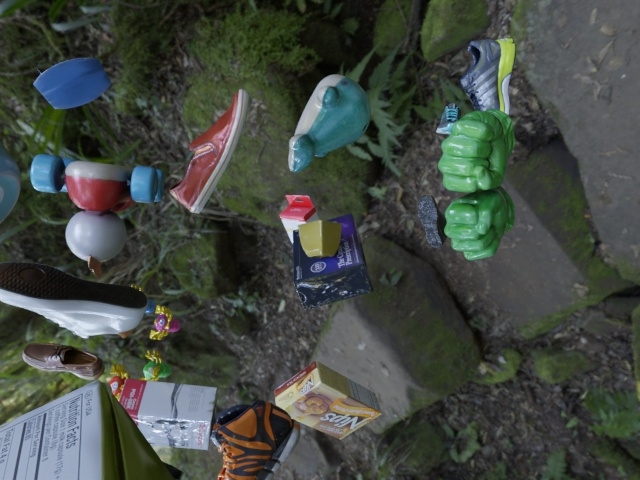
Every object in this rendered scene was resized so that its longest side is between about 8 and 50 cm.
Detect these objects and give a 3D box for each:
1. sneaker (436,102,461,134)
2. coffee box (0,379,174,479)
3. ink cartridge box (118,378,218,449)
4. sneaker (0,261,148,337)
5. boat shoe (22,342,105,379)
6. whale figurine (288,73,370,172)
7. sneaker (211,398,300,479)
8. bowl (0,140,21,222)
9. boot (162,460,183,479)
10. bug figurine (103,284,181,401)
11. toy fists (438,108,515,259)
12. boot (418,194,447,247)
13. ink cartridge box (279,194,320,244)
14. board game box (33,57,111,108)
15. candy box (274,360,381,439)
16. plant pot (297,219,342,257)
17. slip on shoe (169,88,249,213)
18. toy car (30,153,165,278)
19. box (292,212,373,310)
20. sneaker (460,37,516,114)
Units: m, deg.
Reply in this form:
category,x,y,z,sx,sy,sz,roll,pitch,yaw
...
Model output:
category,x,y,z,sx,sy,sz,roll,pitch,yaw
sneaker,0.334,-0.314,1.251,0.065,0.166,0.076,4,108,11
coffee box,-0.225,0.383,0.335,0.338,0.334,0.337,45,156,57
ink cartridge box,-0.228,0.263,0.729,0.135,0.056,0.099,8,131,-8
sneaker,-0.494,0.132,0.931,0.123,0.290,0.106,-59,26,25
boat shoe,-0.574,0.259,1.085,0.178,0.064,0.060,15,135,-4
whale figurine,0.025,-0.268,1.157,0.141,0.272,0.216,27,147,11
sneaker,-0.202,0.489,1.059,0.180,0.321,0.124,41,161,-16
bowl,-0.773,-0.115,1.027,0.163,0.311,0.311,34,154,0
boot,-0.362,0.479,0.849,0.094,0.207,0.246,13,154,22
bug figurine,-0.427,0.256,1.186,0.072,0.279,0.216,4,169,21
toy fists,0.288,-0.094,0.881,0.096,0.142,0.279,25,136,47
boot,0.422,-0.090,1.734,0.077,0.137,0.198,9,123,43
ink cartridge box,-0.070,-0.062,1.906,0.134,0.078,0.231,6,131,41
board game box,-0.520,-0.340,1.017,0.033,0.133,0.168,60,168,4
candy box,0.028,0.516,1.548,0.316,0.183,0.087,38,-158,-36
plant pot,0.000,0.000,1.204,0.081,0.081,0.083,-10,78,41
slip on shoe,-0.269,-0.225,1.193,0.101,0.331,0.123,28,-165,-16
toy car,-0.455,-0.044,1.007,0.210,0.219,0.238,-150,67,-78
box,0.025,0.050,1.306,0.261,0.184,0.103,-97,-14,-59
sneaker,0.434,-0.395,1.302,0.111,0.121,0.299,146,131,-86
